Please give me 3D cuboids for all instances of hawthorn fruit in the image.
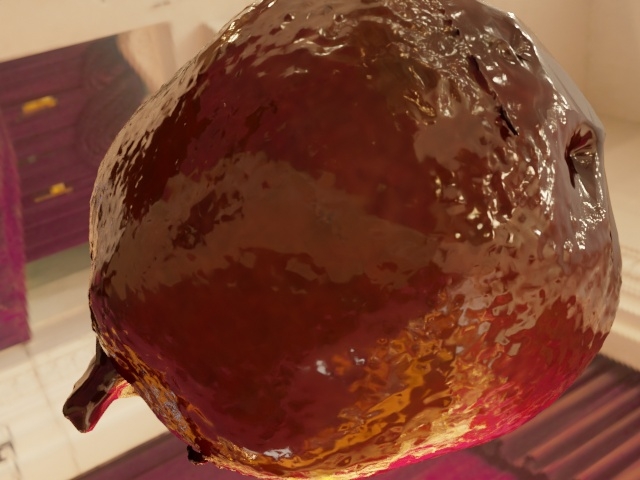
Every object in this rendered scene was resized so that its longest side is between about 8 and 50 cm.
[{"bbox_3d":[0.015,-0.006,0.613,0.311,0.295,0.295,-34,-100,35],"label":"hawthorn fruit"}]
